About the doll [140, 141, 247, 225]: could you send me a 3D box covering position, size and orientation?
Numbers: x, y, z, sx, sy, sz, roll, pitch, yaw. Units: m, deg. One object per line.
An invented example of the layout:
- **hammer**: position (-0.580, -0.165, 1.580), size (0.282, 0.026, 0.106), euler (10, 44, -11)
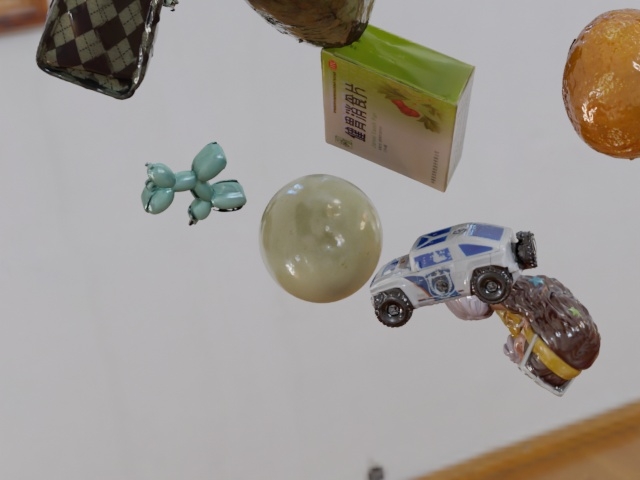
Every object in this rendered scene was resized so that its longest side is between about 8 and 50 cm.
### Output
- **doll**: position (-0.212, -0.087, 2.313), size (0.158, 0.159, 0.059), euler (-30, 44, 4)

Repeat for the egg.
- **egg**: position (0.000, 0.000, 2.156), size (0.189, 0.188, 0.253), euler (-6, 19, 4)

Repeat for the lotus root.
- **lotus root**: position (-0.022, -0.295, 1.501), size (0.173, 0.173, 0.309), euler (-3, -6, 15)

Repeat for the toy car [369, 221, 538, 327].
- **toy car**: position (0.129, 0.027, 1.404), size (0.171, 0.070, 0.080), euler (-15, 15, 20)

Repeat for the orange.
- **orange**: position (0.275, -0.138, 1.265), size (0.135, 0.135, 0.117), euler (-17, 5, -35)

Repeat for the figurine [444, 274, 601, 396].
- **figurine**: position (0.256, 0.093, 1.779), size (0.116, 0.175, 0.240), euler (-50, 30, 1)

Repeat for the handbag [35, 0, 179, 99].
- **handbag**: position (-0.252, -0.441, 1.949), size (0.180, 0.316, 0.416), euler (16, 41, -8)

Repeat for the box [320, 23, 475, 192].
- **box**: position (0.093, -0.165, 1.785), size (0.175, 0.062, 0.260), euler (24, -18, 10)
